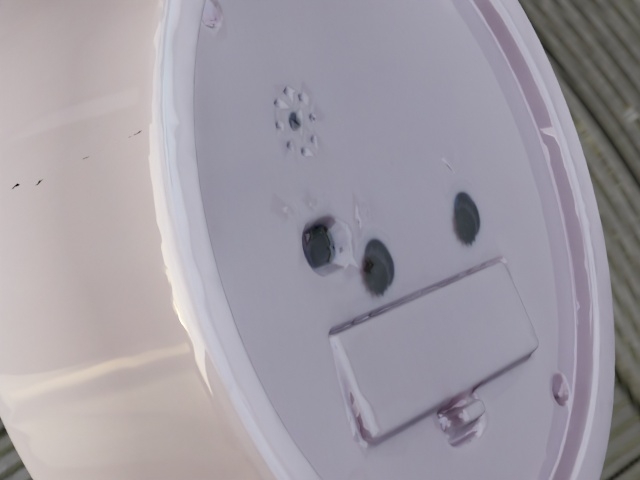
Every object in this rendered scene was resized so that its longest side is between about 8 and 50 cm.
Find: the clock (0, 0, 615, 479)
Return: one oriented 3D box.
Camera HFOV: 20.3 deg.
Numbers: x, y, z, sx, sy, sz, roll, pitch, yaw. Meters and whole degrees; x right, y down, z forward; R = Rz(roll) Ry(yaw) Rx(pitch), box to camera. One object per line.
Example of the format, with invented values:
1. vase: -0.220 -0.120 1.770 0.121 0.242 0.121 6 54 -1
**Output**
1. clock: 0.000 0.000 0.460 0.197 0.068 0.196 25 57 -48
